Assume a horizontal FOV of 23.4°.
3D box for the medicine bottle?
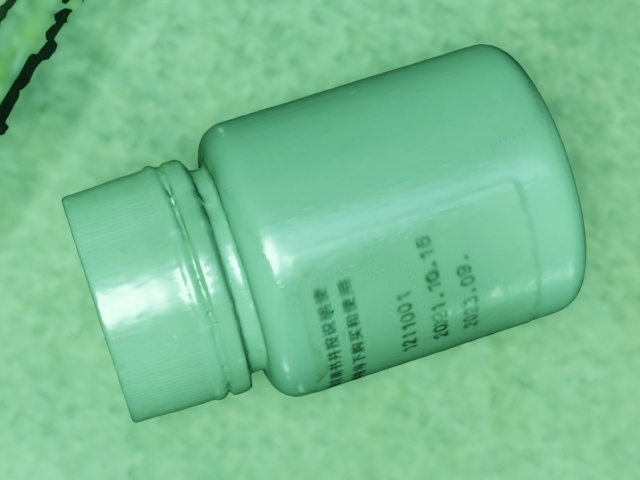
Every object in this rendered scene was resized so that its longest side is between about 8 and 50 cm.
[{"bbox_3d":[0.000,0.000,0.430,0.130,0.080,0.080,-17,85,-7],"label":"medicine bottle"}]
